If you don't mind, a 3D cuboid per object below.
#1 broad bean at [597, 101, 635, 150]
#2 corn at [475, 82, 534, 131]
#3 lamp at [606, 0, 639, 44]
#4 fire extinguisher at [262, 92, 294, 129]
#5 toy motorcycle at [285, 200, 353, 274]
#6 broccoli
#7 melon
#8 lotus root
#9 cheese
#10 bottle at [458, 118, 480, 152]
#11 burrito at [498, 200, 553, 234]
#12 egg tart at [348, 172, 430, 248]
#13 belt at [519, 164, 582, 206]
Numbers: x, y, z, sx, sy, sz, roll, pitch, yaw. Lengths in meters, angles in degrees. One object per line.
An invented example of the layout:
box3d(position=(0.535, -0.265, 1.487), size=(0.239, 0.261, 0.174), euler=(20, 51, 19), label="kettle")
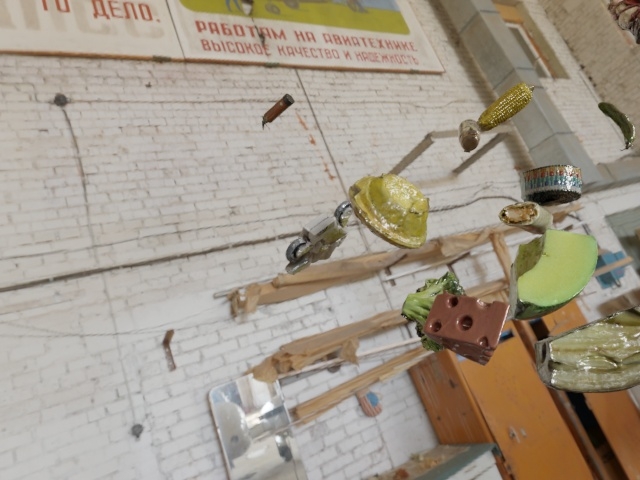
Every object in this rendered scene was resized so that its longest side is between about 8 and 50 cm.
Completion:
box3d(position=(1.038, -0.409, 1.552), size=(0.069, 0.227, 0.039), euler=(-14, -35, 17), label="broad bean")
box3d(position=(0.734, -0.529, 1.775), size=(0.261, 0.097, 0.097), euler=(-36, -18, 6), label="corn")
box3d(position=(0.876, -0.645, 1.242), size=(0.118, 0.253, 0.118), euler=(-3, -37, -3), label="lamp")
box3d(position=(-0.182, -0.523, 1.817), size=(0.177, 0.062, 0.050), euler=(-34, -17, 29), label="fire extinguisher")
box3d(position=(0.000, 0.000, 1.653), size=(0.340, 0.107, 0.223), euler=(-38, -29, -27), label="toy motorcycle")
box3d(position=(0.516, 0.307, 1.966), size=(0.324, 0.272, 0.334), euler=(-36, -27, -39), label="broccoli")
box3d(position=(0.727, 0.131, 1.482), size=(0.331, 0.226, 0.344), euler=(-21, 34, 50), label="melon")
box3d(position=(0.750, 0.308, 1.216), size=(0.313, 0.210, 0.142), euler=(-13, -27, 12), label="lotus root")
box3d(position=(0.399, 0.229, 1.127), size=(0.202, 0.128, 0.177), euler=(2, -30, 48), label="cheese")
box3d(position=(0.680, -0.482, 2.031), size=(0.097, 0.209, 0.110), euler=(11, -56, 9), label="bottle")
box3d(position=(0.892, -0.093, 1.910), size=(0.143, 0.105, 0.299), euler=(-15, -17, 42), label="burrito")
box3d(position=(0.216, -0.103, 1.308), size=(0.290, 0.290, 0.115), euler=(-6, -38, -42), label="egg tart")
box3d(position=(0.990, -0.234, 1.924), size=(0.207, 0.150, 0.257), euler=(12, -11, -22), label="belt")
